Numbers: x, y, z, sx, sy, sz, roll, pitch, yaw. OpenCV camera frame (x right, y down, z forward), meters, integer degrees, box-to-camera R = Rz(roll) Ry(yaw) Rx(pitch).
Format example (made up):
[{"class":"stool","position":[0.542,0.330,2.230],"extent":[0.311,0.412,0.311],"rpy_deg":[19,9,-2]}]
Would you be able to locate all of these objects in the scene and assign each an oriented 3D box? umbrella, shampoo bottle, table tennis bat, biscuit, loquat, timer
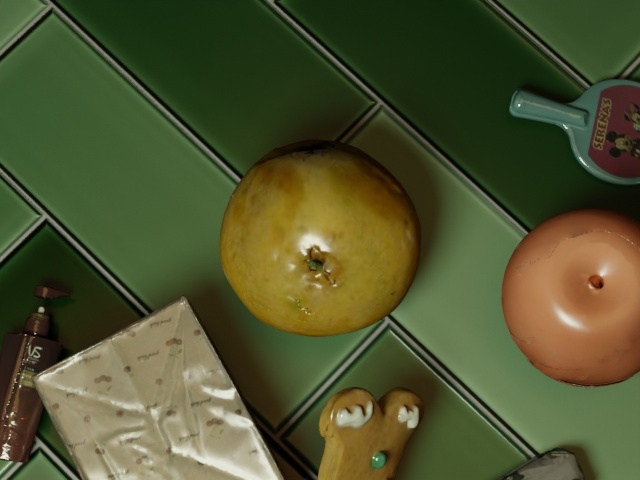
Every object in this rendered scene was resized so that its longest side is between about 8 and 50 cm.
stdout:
[{"class":"umbrella","position":[0.193,0.367,1.627],"extent":[0.337,0.067,0.073],"rpy_deg":[-27,76,-17]},{"class":"shampoo bottle","position":[-0.389,0.177,1.694],"extent":[0.067,0.068,0.236],"rpy_deg":[0,74,41]},{"class":"table tennis bat","position":[0.385,-0.164,1.794],"extent":[0.244,0.040,0.152],"rpy_deg":[16,78,-1]},{"class":"biscuit","position":[0.045,0.344,1.588],"extent":[0.047,0.216,0.339],"rpy_deg":[22,99,39]},{"class":"loquat","position":[0.000,0.000,1.658],"extent":[0.263,0.263,0.263],"rpy_deg":[0,77,0]},{"class":"timer","position":[0.348,0.075,1.649],"extent":[0.230,0.215,0.229],"rpy_deg":[-2,75,6]}]

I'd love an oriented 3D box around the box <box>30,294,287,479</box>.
[{"class":"box","position":[-0.193,0.261,1.616],"extent":[0.225,0.190,0.297],"rpy_deg":[-29,79,-8]}]
